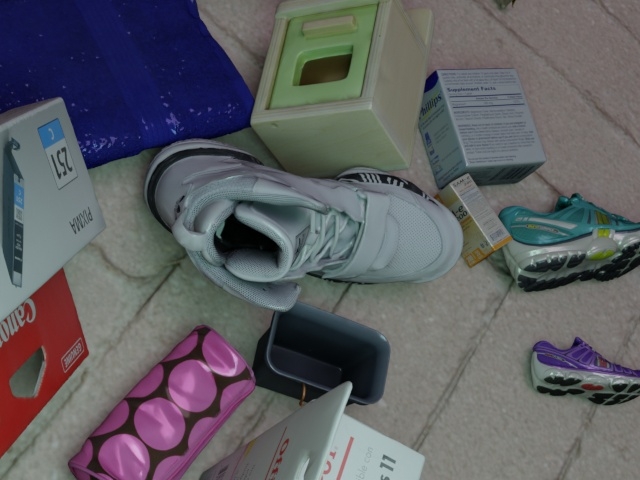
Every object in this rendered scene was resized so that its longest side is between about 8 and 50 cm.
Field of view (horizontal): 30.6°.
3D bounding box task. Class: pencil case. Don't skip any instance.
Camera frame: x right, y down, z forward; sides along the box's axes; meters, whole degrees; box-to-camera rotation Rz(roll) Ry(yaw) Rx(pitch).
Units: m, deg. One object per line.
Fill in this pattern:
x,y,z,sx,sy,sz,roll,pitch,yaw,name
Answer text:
-0.147,0.181,1.153,0.098,0.095,0.209,22,54,26,pencil case

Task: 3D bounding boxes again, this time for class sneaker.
0.347,-0.014,1.486,0.275,0.107,0.110,-5,60,-28,sneaker
0.334,0.153,1.420,0.169,0.068,0.071,13,57,-20,sneaker
0.000,0.000,1.225,0.365,0.210,0.137,13,106,-17,sneaker

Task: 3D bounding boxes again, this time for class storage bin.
-0.009,0.137,1.241,0.135,0.091,0.098,21,60,-16,storage bin

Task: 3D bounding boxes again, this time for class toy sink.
0.029,-0.205,1.352,0.131,0.152,0.234,51,43,-49,toy sink

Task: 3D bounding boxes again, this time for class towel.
-0.247,-0.180,1.285,0.308,0.076,0.228,-19,71,-32,towel

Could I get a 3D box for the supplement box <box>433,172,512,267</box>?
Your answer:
0.181,-0.024,1.426,0.036,0.062,0.098,-29,82,-32,supplement box

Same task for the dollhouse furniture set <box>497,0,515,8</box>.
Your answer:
0.245,-0.402,1.624,0.058,0.076,0.152,-35,85,-33,dollhouse furniture set

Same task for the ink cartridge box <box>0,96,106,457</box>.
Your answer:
-0.259,0.028,1.019,0.066,0.296,0.261,-13,104,10,ink cartridge box

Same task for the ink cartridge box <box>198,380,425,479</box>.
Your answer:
-0.031,0.273,1.008,0.119,0.353,0.207,29,58,-12,ink cartridge box

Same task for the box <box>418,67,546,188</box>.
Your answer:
0.199,-0.143,1.484,0.126,0.072,0.137,-5,71,-28,box
